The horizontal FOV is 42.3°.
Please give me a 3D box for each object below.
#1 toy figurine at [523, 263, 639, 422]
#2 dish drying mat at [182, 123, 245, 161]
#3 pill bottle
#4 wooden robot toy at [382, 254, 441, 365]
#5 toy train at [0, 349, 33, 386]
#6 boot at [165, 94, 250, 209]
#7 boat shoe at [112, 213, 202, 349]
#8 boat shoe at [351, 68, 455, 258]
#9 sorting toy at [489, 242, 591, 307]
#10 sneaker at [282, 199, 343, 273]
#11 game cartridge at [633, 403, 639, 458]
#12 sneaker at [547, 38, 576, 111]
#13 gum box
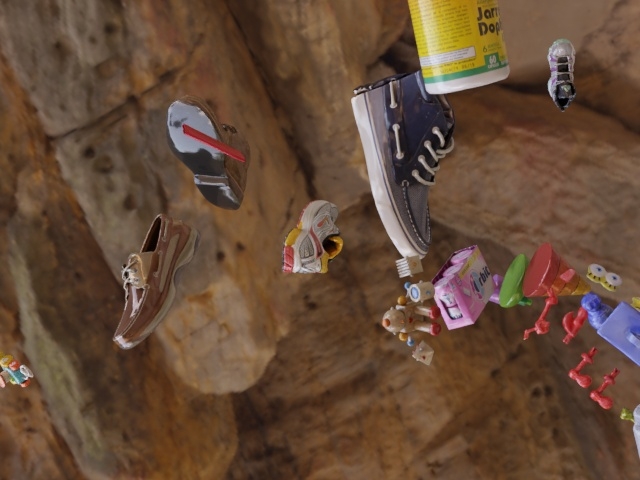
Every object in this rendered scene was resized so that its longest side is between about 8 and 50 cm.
[{"bbox_3d":[0.506,0.192,1.317,0.362,0.191,0.217,42,-174,15],"label":"toy figurine"},{"bbox_3d":[-0.132,-0.120,1.023,0.083,0.008,0.032,25,-165,-25],"label":"dish drying mat"},{"bbox_3d":[0.179,-0.310,1.110,0.117,0.118,0.208,-117,14,-78],"label":"pill bottle"},{"bbox_3d":[0.132,0.112,1.261,0.076,0.079,0.173,6,102,55],"label":"wooden robot toy"},{"bbox_3d":[-0.607,0.212,1.540,0.166,0.046,0.125,48,150,4],"label":"toy train"},{"bbox_3d":[-0.202,-0.186,1.545,0.305,0.112,0.115,72,-146,-58],"label":"boot"},{"bbox_3d":[-0.357,0.077,1.699,0.116,0.123,0.324,40,-136,-23],"label":"boat shoe"},{"bbox_3d":[0.173,-0.144,1.471,0.127,0.158,0.340,-1,-107,-63],"label":"boat shoe"},{"bbox_3d":[0.486,0.105,1.836,0.126,0.127,0.365,21,167,-3],"label":"sorting toy"},{"bbox_3d":[0.000,0.000,1.509,0.225,0.093,0.088,-63,-19,-56],"label":"sneaker"},{"bbox_3d":[0.624,0.358,1.235,0.294,0.060,0.196,15,137,44],"label":"game cartridge"},{"bbox_3d":[0.338,-0.223,1.141,0.098,0.038,0.069,72,-166,-45],"label":"sneaker"},{"bbox_3d":[0.302,0.099,1.754,0.107,0.062,0.188,63,-146,-10],"label":"gum box"}]
